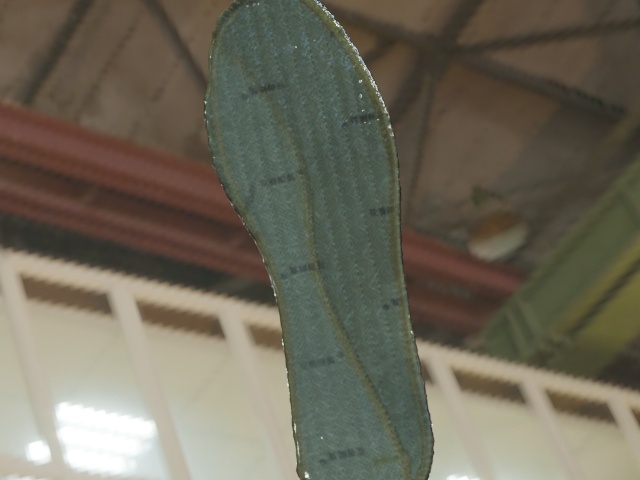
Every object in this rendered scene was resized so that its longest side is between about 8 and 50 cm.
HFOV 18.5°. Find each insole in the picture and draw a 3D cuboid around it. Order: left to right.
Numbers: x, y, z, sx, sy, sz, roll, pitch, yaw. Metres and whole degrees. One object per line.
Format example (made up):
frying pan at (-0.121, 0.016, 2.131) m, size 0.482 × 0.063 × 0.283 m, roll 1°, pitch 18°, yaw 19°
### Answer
insole at (0.000, 0.000, 1.218) m, size 0.119 × 0.348 × 0.009 m, roll -14°, pitch -15°, yaw 11°
